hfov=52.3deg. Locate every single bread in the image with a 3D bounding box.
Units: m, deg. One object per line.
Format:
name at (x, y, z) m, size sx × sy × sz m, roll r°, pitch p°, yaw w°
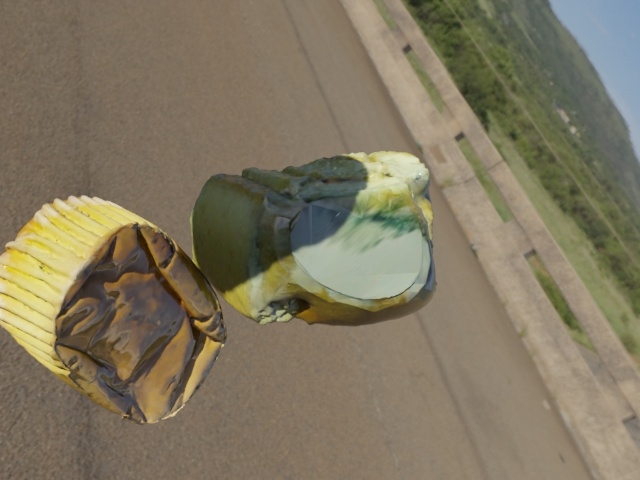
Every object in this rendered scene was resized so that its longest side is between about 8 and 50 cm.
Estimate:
bread at (-0.245, 0.080, 0.777) m, size 0.156 × 0.204 × 0.288 m, roll 22°, pitch -17°, yaw 33°
bread at (-0.007, 0.002, 1.006) m, size 0.264 × 0.395 × 0.239 m, roll -126°, pitch -150°, yaw -73°
